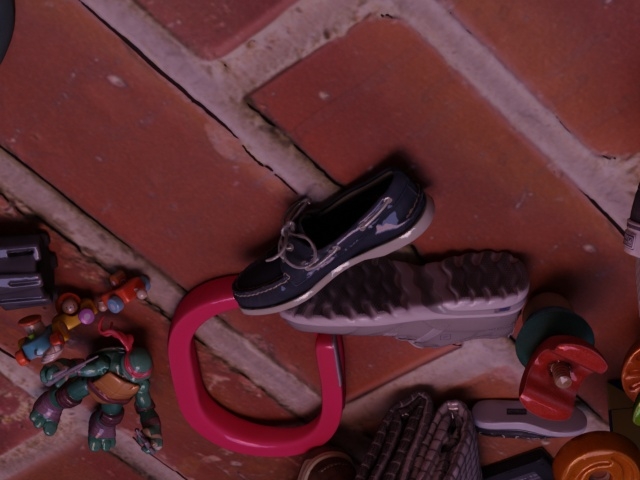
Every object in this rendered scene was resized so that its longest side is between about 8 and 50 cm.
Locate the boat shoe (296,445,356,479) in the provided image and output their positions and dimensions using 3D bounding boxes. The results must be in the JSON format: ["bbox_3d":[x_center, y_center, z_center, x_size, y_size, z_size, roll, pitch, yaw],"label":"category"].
[{"bbox_3d":[-0.001,0.389,1.971,0.095,0.095,0.258,-4,115,-20],"label":"boat shoe"}]

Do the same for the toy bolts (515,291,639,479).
[{"bbox_3d":[0.305,0.162,1.786,0.228,0.158,0.218,30,116,-17],"label":"toy bolts"}]

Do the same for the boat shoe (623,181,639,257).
[{"bbox_3d":[0.440,-0.011,1.492,0.301,0.108,0.102,11,101,-1],"label":"boat shoe"}]

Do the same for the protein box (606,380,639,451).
[{"bbox_3d":[0.456,0.275,1.913,0.199,0.136,0.201,-6,134,11],"label":"protein box"}]

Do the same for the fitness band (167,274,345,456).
[{"bbox_3d":[-0.075,0.154,1.907,0.209,0.054,0.291,2,134,7],"label":"fitness band"}]

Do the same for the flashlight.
[{"bbox_3d":[-0.453,0.053,1.809,0.304,0.103,0.103,-5,95,5],"label":"flashlight"}]

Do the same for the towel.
[{"bbox_3d":[0.104,0.357,1.924,0.121,0.284,0.235,13,140,21],"label":"towel"}]

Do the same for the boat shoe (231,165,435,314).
[{"bbox_3d":[0.000,0.000,1.709,0.254,0.095,0.079,-25,129,26],"label":"boat shoe"}]

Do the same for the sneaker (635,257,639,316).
[{"bbox_3d":[0.417,-0.039,1.602,0.150,0.135,0.366,9,136,1],"label":"sneaker"}]

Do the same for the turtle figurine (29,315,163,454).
[{"bbox_3d":[-0.254,0.185,1.906,0.175,0.118,0.234,38,144,-10],"label":"turtle figurine"}]

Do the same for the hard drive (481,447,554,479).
[{"bbox_3d":[0.281,0.326,2.062,0.094,0.022,0.135,-24,128,27],"label":"hard drive"}]

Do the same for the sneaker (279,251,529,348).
[{"bbox_3d":[0.093,0.086,1.779,0.281,0.105,0.115,0,135,5],"label":"sneaker"}]

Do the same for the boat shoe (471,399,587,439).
[{"bbox_3d":[0.256,0.222,1.947,0.142,0.049,0.040,4,142,10],"label":"boat shoe"}]

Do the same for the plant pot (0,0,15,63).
[{"bbox_3d":[-0.454,-0.180,1.501,0.290,0.195,0.290,3,135,3],"label":"plant pot"}]

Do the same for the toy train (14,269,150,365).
[{"bbox_3d":[-0.279,0.082,1.807,0.125,0.166,0.046,-16,106,50],"label":"toy train"}]
